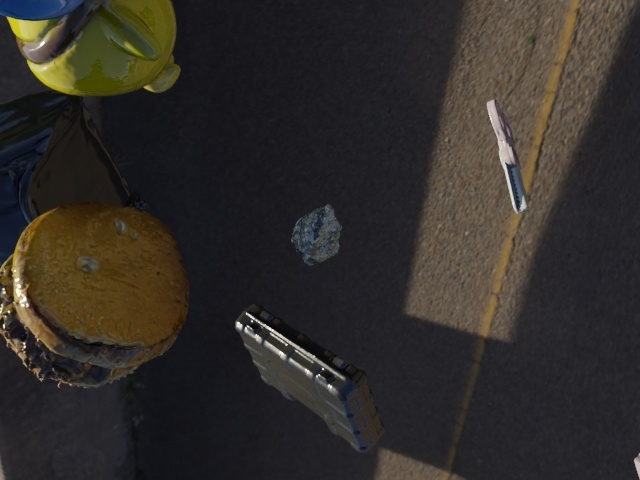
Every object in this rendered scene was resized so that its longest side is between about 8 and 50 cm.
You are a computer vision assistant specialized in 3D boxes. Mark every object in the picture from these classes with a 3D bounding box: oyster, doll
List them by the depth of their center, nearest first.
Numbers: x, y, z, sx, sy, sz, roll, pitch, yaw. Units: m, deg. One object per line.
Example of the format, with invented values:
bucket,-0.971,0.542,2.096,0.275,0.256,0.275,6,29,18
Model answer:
doll,-0.218,-0.209,0.567,0.199,0.363,0.145,31,88,5
oyster,0.001,-0.001,1.076,0.098,0.037,0.100,-29,130,16

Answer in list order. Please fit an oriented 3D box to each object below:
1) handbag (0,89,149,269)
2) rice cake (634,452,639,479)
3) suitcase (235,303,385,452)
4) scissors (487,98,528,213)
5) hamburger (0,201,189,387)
handbag,-0.429,-0.060,1.060,0.275,0.177,0.301,-18,143,-6
rice cake,0.606,0.340,0.954,0.298,0.050,0.106,-16,96,38
suitcase,-0.022,0.242,1.221,0.286,0.066,0.206,27,150,38
scissors,0.372,-0.163,1.349,0.031,0.242,0.118,-18,150,25
hamburger,-0.230,0.062,0.684,0.182,0.191,0.118,26,132,-14
